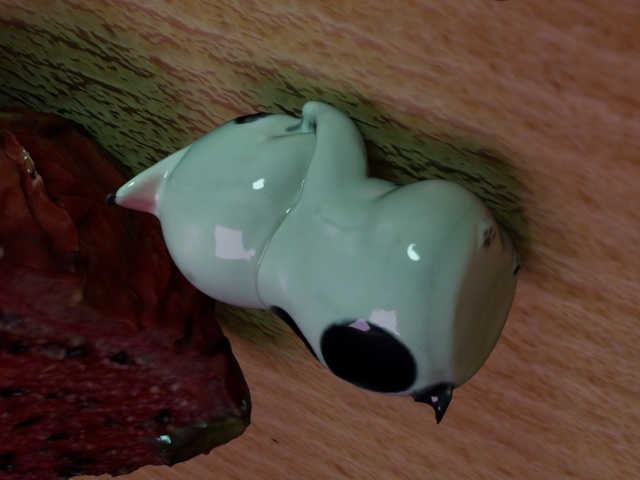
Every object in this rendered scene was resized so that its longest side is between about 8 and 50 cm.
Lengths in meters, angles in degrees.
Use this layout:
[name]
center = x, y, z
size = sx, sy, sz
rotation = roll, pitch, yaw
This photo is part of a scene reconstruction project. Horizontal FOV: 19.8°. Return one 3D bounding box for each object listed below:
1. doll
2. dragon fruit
[doll]
center = 0.007, 0.001, 0.855
size = 0.180, 0.107, 0.110
rotation = 31, 177, 27
[dragon fruit]
center = -0.173, 0.044, 1.015
size = 0.302, 0.240, 0.330
rotation = 18, 163, -4
